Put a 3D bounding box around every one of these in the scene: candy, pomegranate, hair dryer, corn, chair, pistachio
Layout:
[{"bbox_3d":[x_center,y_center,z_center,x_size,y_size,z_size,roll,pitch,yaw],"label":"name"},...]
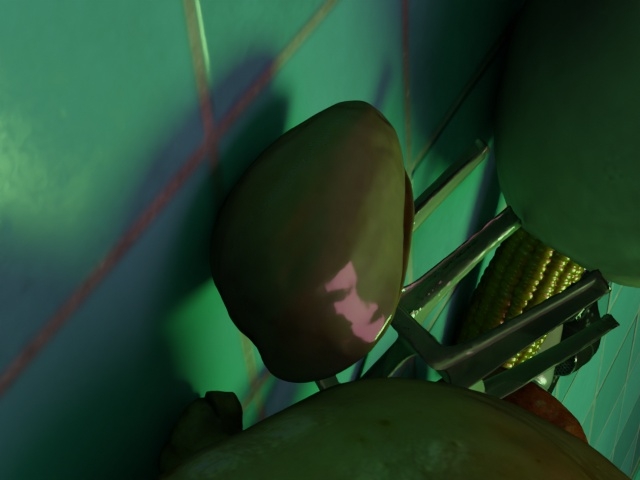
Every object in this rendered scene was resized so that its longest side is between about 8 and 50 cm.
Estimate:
[{"bbox_3d":[0.275,-0.143,1.072,0.427,0.186,0.386,145,-46,-62],"label":"candy"},{"bbox_3d":[0.022,0.257,0.758,0.411,0.411,0.412,-49,150,-42],"label":"pomegranate"},{"bbox_3d":[0.309,0.174,1.764,0.235,0.091,0.272,-54,167,-58],"label":"hair dryer"},{"bbox_3d":[0.223,0.031,1.327,0.102,0.102,0.313,-13,130,-64],"label":"corn"},{"bbox_3d":[0.095,0.096,1.022,0.274,0.190,0.203,-41,156,3],"label":"chair"},{"bbox_3d":[0.000,0.000,0.787,0.185,0.124,0.124,-65,158,-20],"label":"pistachio"}]

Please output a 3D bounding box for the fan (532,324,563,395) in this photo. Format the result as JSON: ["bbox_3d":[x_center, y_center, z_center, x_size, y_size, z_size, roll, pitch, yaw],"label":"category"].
[{"bbox_3d":[0.246,0.180,1.544,0.074,0.130,0.244,-29,-148,47],"label":"fan"}]

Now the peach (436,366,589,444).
[{"bbox_3d":[0.153,0.241,1.229,0.256,0.232,0.232,16,94,-66],"label":"peach"}]

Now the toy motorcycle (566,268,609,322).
[{"bbox_3d":[0.323,-0.079,1.496,0.212,0.125,0.359,46,63,-56],"label":"toy motorcycle"}]
